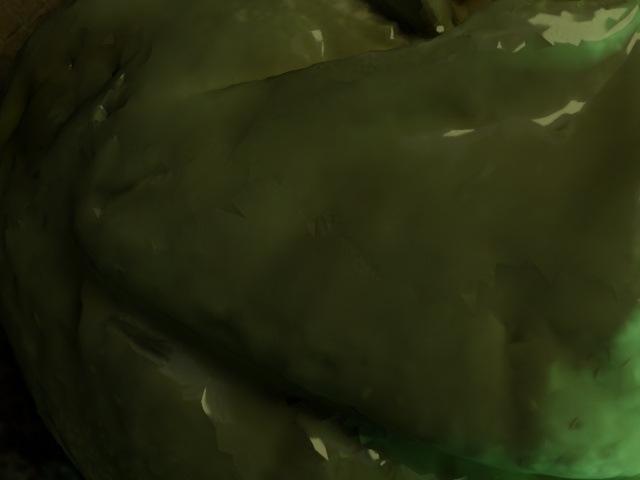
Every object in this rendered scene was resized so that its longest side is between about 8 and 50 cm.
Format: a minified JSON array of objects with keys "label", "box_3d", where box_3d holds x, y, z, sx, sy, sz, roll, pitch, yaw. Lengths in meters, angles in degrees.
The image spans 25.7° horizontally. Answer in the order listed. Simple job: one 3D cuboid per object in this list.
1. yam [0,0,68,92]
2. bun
[{"label":"yam","box_3d":[-0.157,-0.099,0.641,0.081,0.081,0.357,48,39,1]},{"label":"bun","box_3d":[0.038,-0.032,0.553,0.365,0.219,0.365,-3,59,5]}]
